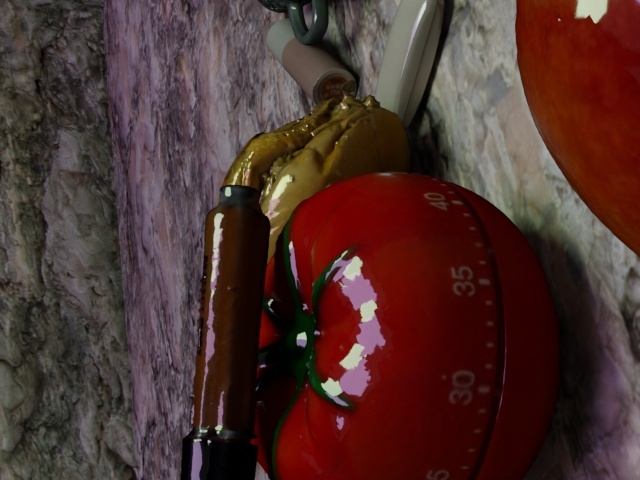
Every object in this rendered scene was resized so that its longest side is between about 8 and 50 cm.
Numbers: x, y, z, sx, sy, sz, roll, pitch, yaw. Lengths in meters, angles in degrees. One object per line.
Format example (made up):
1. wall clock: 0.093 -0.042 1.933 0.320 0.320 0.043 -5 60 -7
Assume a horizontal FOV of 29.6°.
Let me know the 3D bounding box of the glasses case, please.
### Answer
1. glasses case: 0.113 -0.235 1.553 0.081 0.051 0.204 -120 40 -54

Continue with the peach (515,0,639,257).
1. peach: 0.286 -0.144 0.683 0.388 0.388 0.388 -176 90 -69

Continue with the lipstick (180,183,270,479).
1. lipstick: -0.096 0.150 1.222 0.077 0.077 0.418 154 122 -66

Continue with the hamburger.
1. hamburger: -0.005 -0.038 1.520 0.170 0.290 0.314 29 134 19

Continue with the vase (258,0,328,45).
1. vase: -0.025 -0.414 1.831 0.301 0.156 0.251 174 96 -74

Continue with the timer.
1. timer: 0.081 0.119 1.262 0.378 0.279 0.378 -173 90 -69

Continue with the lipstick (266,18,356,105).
1. lipstick: -0.017 -0.273 1.866 0.254 0.070 0.070 -125 44 -58
